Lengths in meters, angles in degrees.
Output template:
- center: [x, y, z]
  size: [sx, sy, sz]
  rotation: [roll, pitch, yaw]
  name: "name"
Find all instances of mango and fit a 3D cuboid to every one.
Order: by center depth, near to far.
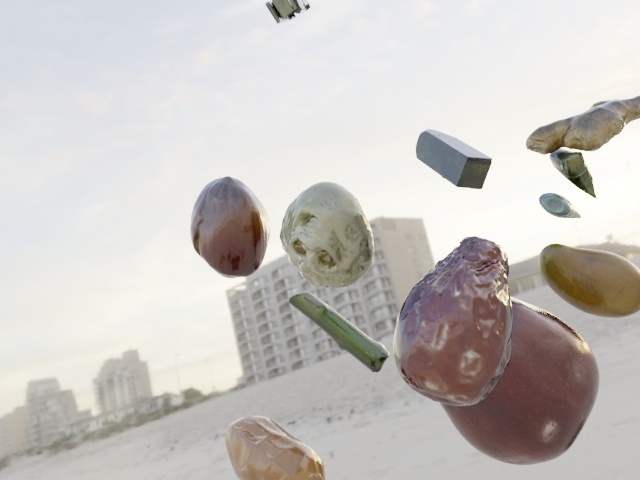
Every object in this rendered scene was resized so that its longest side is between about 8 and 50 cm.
- center: [0.555, 0.081, 1.367]
  size: [0.227, 0.136, 0.099]
  rotation: [24, 21, 12]
  name: "mango"

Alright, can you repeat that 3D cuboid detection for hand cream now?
- center: [0.506, -0.072, 1.417]
  size: [0.046, 0.095, 0.175]
  rotation: [-63, -22, 10]
  name: "hand cream"

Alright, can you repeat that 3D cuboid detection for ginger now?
- center: [0.604, -0.250, 1.397]
  size: [0.333, 0.081, 0.148]
  rotation: [-22, 15, 2]
  name: "ginger"

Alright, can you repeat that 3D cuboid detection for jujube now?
- center: [0.190, 0.103, 0.901]
  size: [0.168, 0.236, 0.168]
  rotation: [22, -20, 9]
  name: "jujube"

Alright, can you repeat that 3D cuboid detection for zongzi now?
- center: [0.548, -0.144, 1.437]
  size: [0.052, 0.113, 0.104]
  rotation: [-35, 15, 8]
  name: "zongzi"

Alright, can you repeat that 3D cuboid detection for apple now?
- center: [0.356, 0.254, 1.243]
  size: [0.288, 0.317, 0.288]
  rotation: [-45, 12, 13]
  name: "apple"

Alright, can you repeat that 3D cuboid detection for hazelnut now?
- center: [-0.202, -0.030, 1.448]
  size: [0.181, 0.212, 0.181]
  rotation: [-48, -49, -11]
  name: "hazelnut"

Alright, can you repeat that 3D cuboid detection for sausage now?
- center: [-0.083, 0.397, 1.191]
  size: [0.120, 0.136, 0.241]
  rotation: [-30, 27, -30]
  name: "sausage"

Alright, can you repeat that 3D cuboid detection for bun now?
- center: [0.000, 0.000, 1.319]
  size: [0.133, 0.231, 0.231]
  rotation: [-23, -5, -36]
  name: "bun"

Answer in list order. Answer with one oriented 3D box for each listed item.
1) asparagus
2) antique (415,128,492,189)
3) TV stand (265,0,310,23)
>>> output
- center: [0.043, 0.209, 1.588]
  size: [0.060, 0.277, 0.067]
  rotation: [-34, -20, -53]
  name: "asparagus"
- center: [0.319, -0.207, 1.641]
  size: [0.080, 0.221, 0.081]
  rotation: [3, -64, -27]
  name: "antique"
- center: [-0.046, -0.385, 1.086]
  size: [0.042, 0.036, 0.249]
  rotation: [-32, 14, 16]
  name: "TV stand"
